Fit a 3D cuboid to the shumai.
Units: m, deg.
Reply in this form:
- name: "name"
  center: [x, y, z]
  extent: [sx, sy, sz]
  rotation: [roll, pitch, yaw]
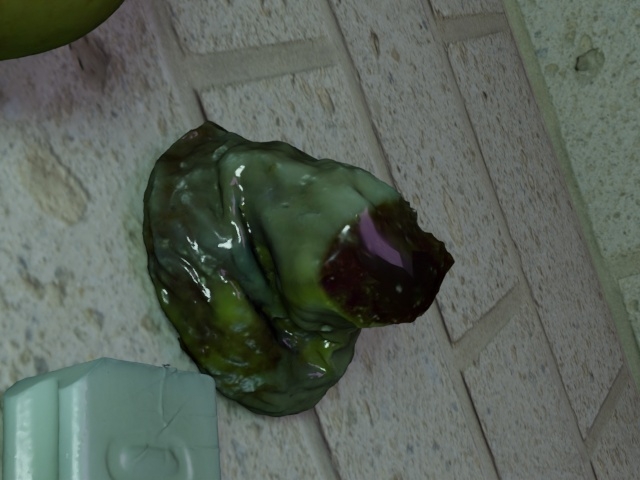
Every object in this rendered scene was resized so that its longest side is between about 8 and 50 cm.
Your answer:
- name: "shumai"
  center: [0.000, 0.000, 0.978]
  extent: [0.309, 0.263, 0.304]
  rotation: [47, 41, -36]

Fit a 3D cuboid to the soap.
- name: "soap"
  center: [-0.157, 0.246, 0.757]
  extent: [0.173, 0.095, 0.289]
  rotation: [22, 57, -52]

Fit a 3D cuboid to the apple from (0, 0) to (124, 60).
- name: "apple"
  center: [-0.259, -0.289, 0.650]
  extent: [0.305, 0.338, 0.338]
  rotation: [99, 6, -46]
